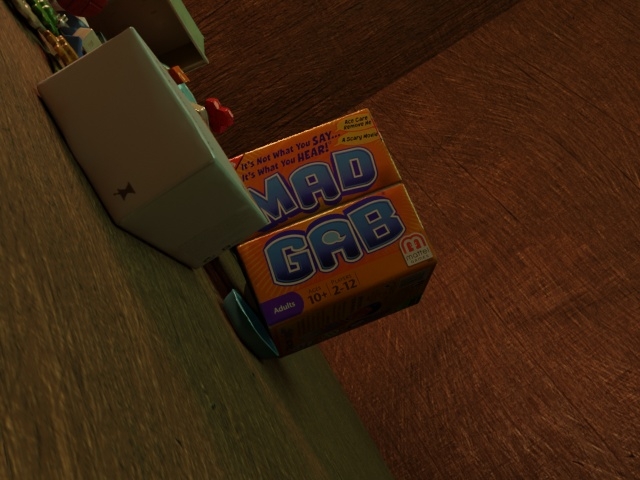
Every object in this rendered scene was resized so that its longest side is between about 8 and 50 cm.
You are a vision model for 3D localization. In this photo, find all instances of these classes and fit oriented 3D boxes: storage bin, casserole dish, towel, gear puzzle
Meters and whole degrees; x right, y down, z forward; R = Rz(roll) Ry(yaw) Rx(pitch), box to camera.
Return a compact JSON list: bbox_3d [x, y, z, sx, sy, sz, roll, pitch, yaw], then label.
[{"bbox_3d":[-0.457,-0.527,2.205,0.123,0.260,0.262,-100,164,-44],"label":"storage bin"},{"bbox_3d":[-0.135,0.165,1.667,0.114,0.037,0.188,57,-2,31],"label":"casserole dish"},{"bbox_3d":[-0.423,-0.271,1.439,0.083,0.009,0.060,56,-1,45],"label":"towel"},{"bbox_3d":[-0.485,-0.413,1.445,0.339,0.044,0.175,55,-1,9],"label":"gear puzzle"}]

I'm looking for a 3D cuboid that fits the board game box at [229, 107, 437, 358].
[{"bbox_3d":[0.000,0.000,1.889,0.356,0.356,0.356,90,-22,-73],"label":"board game box"}]

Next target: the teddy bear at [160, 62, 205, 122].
[{"bbox_3d":[-0.364,-0.285,1.954,0.338,0.113,0.245,54,-20,-4],"label":"teddy bear"}]

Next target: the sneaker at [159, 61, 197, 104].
[{"bbox_3d":[-0.337,-0.279,2.201,0.366,0.135,0.150,65,-18,-17],"label":"sneaker"}]

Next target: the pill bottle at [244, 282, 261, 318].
[{"bbox_3d":[-0.099,0.154,2.163,0.121,0.121,0.216,57,-1,29],"label":"pill bottle"}]

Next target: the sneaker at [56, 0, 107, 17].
[{"bbox_3d":[-0.513,-0.516,1.683,0.128,0.087,0.221,53,16,25],"label":"sneaker"}]

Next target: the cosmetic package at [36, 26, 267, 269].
[{"bbox_3d":[-0.235,-0.116,1.360,0.230,0.161,0.453,57,0,10],"label":"cosmetic package"}]

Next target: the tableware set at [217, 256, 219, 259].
[{"bbox_3d":[-0.279,-0.055,2.065,0.194,0.039,0.128,58,-1,-20],"label":"tableware set"}]

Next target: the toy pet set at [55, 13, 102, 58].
[{"bbox_3d":[-0.463,-0.353,1.630,0.114,0.065,0.122,14,-31,32],"label":"toy pet set"}]

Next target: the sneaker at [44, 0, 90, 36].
[{"bbox_3d":[-0.531,-0.544,1.776,0.296,0.131,0.112,59,-3,1],"label":"sneaker"}]

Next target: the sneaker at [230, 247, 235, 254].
[{"bbox_3d":[-0.256,-0.031,2.501,0.217,0.079,0.121,48,-1,24],"label":"sneaker"}]

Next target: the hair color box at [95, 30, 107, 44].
[{"bbox_3d":[-0.498,-0.411,2.115,0.093,0.053,0.167,59,-2,32],"label":"hair color box"}]

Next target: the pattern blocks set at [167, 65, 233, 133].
[{"bbox_3d":[-0.318,-0.273,2.052,0.325,0.026,0.285,37,-39,25],"label":"pattern blocks set"}]
